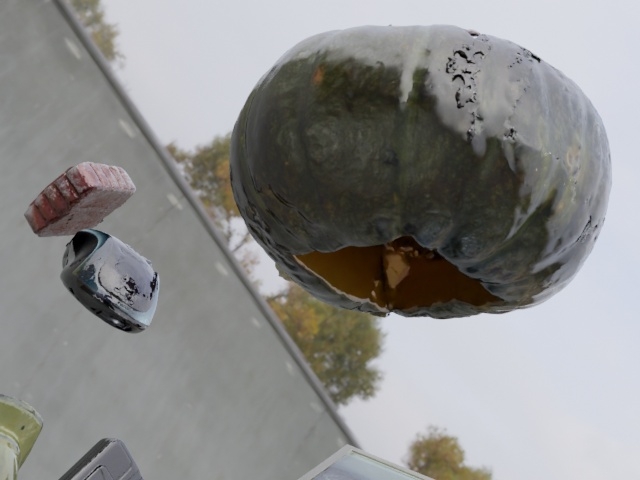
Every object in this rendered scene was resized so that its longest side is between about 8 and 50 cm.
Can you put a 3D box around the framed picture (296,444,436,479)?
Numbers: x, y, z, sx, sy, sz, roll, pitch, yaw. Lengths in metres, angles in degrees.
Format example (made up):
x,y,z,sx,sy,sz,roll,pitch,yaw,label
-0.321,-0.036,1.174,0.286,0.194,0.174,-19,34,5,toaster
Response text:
x,y,z,sx,sy,sz,roll,pitch,yaw,label
0.121,0.405,1.373,0.289,0.016,0.213,17,13,26,framed picture

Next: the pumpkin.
x,y,z,sx,sy,sz,roll,pitch,yaw,label
0.078,-0.049,0.742,0.321,0.192,0.320,10,-27,5,pumpkin

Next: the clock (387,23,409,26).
x,y,z,sx,sy,sz,roll,pitch,yaw,label
0.136,-0.162,1.200,0.253,0.083,0.186,64,8,4,clock

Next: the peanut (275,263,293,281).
x,y,z,sx,sy,sz,roll,pitch,yaw,label
0.000,0.000,1.701,0.099,0.214,0.099,41,26,-25,peanut

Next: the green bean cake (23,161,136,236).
x,y,z,sx,sy,sz,roll,pitch,yaw,label
-0.362,-0.062,1.331,0.056,0.136,0.135,56,16,12,green bean cake

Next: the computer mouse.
x,y,z,sx,sy,sz,roll,pitch,yaw,label
-0.297,0.047,1.264,0.137,0.096,0.233,44,-1,-29,computer mouse

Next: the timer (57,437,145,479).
x,y,z,sx,sy,sz,roll,pitch,yaw,label
-0.300,0.395,1.270,0.055,0.144,0.187,-7,-63,40,timer

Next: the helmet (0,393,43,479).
x,y,z,sx,sy,sz,roll,pitch,yaw,label
-0.439,0.311,1.041,0.204,0.257,0.137,37,17,-51,helmet
